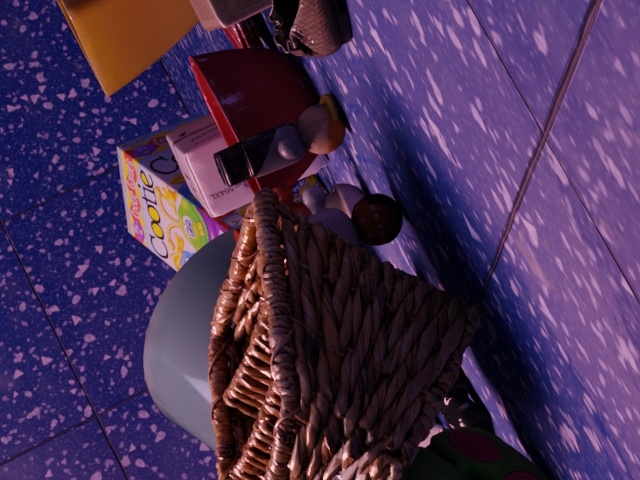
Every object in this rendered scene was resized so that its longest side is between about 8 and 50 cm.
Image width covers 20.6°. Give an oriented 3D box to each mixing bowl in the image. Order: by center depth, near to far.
[{"bbox_3d":[-0.056,-0.133,1.857,0.181,0.098,0.181,62,174,11],"label":"mixing bowl"}]

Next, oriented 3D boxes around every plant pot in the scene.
[{"bbox_3d":[-0.021,0.154,2.057,0.235,0.293,0.293,36,157,45],"label":"plant pot"},{"bbox_3d":[-0.241,-0.341,2.157,0.212,0.187,0.212,61,174,22],"label":"plant pot"}]

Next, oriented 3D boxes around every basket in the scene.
[{"bbox_3d":[-0.026,0.142,1.516,0.223,0.213,0.299,28,151,2],"label":"basket"}]

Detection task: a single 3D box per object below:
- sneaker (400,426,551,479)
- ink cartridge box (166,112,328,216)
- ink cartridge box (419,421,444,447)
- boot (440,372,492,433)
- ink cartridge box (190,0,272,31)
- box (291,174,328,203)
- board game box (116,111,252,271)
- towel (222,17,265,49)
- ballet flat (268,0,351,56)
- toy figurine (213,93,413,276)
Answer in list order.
[{"bbox_3d":[0.196,0.393,1.557,0.483,0.185,0.202,62,171,19],"label":"sneaker"},{"bbox_3d":[-0.089,-0.106,2.052,0.086,0.148,0.203,66,173,-13],"label":"ink cartridge box"},{"bbox_3d":[0.068,0.318,2.275,0.353,0.119,0.207,162,120,-84],"label":"ink cartridge box"},{"bbox_3d":[0.137,0.175,1.801,0.099,0.045,0.121,57,165,35],"label":"boot"},{"bbox_3d":[-0.110,-0.308,1.567,0.235,0.088,0.193,63,176,-10],"label":"ink cartridge box"},{"bbox_3d":[0.000,0.000,2.198,0.054,0.059,0.169,54,169,54],"label":"box"},{"bbox_3d":[-0.132,-0.037,2.320,0.275,0.144,0.142,35,140,43],"label":"board game box"},{"bbox_3d":[-0.128,-0.330,1.970,0.199,0.031,0.275,-123,9,-64],"label":"towel"},{"bbox_3d":[-0.027,-0.219,1.350,0.084,0.058,0.250,59,174,30],"label":"ballet flat"},{"bbox_3d":[0.004,-0.009,1.711,0.209,0.148,0.213,78,168,-49],"label":"toy figurine"}]
